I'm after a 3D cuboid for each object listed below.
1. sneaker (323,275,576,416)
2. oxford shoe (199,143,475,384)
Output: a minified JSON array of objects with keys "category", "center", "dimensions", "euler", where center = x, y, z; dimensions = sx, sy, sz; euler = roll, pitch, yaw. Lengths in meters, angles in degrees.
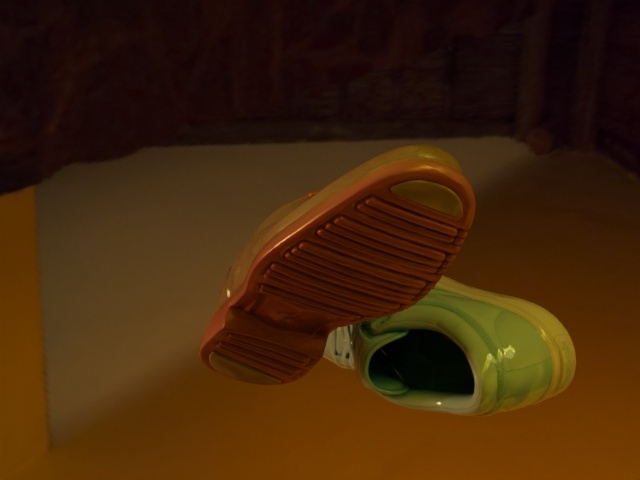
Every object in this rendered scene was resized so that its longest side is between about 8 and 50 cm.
[{"category":"sneaker","center":[0.073,0.097,1.123],"dimensions":[0.366,0.150,0.135],"euler":[3,-82,48]},{"category":"oxford shoe","center":[0.000,0.000,0.976],"dimensions":[0.140,0.146,0.397],"euler":[24,-35,-22]}]
